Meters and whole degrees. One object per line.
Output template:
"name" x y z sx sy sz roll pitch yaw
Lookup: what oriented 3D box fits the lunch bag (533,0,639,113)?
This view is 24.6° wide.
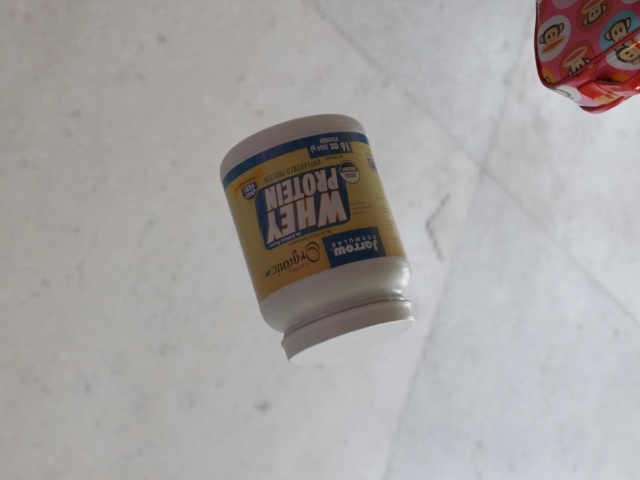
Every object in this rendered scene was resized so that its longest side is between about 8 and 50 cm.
"lunch bag" 0.394 -0.292 1.804 0.120 0.293 0.258 27 52 -30

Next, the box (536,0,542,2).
"box" 0.212 -0.422 1.733 0.128 0.257 0.122 -49 174 -16

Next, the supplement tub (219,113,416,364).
"supplement tub" 0.000 0.000 1.339 0.144 0.144 0.200 -1 68 -51
